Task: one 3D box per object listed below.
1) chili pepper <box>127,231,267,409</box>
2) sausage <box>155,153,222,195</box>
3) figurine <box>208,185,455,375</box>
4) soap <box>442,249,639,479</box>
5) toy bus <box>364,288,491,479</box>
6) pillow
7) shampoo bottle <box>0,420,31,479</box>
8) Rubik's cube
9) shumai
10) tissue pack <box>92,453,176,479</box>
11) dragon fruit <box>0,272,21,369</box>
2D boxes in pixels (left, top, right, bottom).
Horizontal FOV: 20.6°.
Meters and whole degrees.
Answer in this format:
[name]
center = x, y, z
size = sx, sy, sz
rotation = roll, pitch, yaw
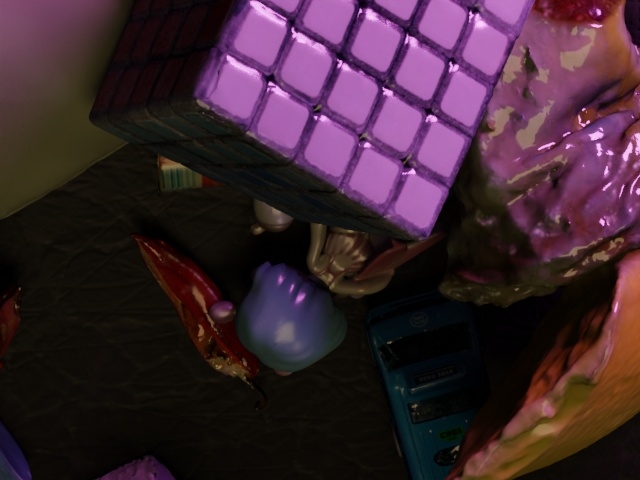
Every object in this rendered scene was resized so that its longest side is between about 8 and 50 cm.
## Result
[chili pepper]
center = -0.111, 0.076, 1.737
size = 0.050, 0.059, 0.268
rotation = -50, 127, -24
[sausage]
center = -0.022, -0.093, 1.610
size = 0.264, 0.083, 0.083
rotation = -7, 127, -7
[figurine]
center = 0.007, 0.010, 1.673
size = 0.260, 0.103, 0.205
rotation = -43, 124, 9
[soap]
center = 0.267, 0.106, 1.673
size = 0.306, 0.115, 0.427
rotation = -55, 158, 22
[toy bus]
center = 0.125, 0.174, 1.793
size = 0.113, 0.134, 0.246
rotation = -15, 128, 1
[pillow]
center = -0.280, -0.176, 1.468
size = 0.255, 0.120, 0.322
rotation = -31, 127, 3
[shampoo bottle]
center = -0.433, 0.261, 1.805
size = 0.258, 0.061, 0.104
rotation = -22, 125, 7
[Rubik's cube]
center = -0.009, -0.154, 1.417
size = 0.237, 0.237, 0.238
rotation = 26, 82, -25
[shumai]
center = 0.191, -0.119, 1.547
size = 0.304, 0.309, 0.263
rotation = -19, 106, 34
[tissue pack]
center = -0.124, 0.422, 1.865
size = 0.125, 0.242, 0.344
rotation = -29, 125, 7
[dragon fruit]
center = -0.396, 0.125, 1.673
size = 0.261, 0.163, 0.189
rotation = -16, 155, 2
